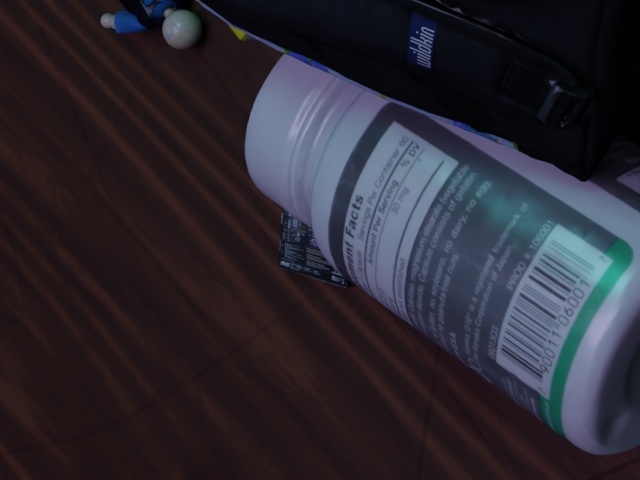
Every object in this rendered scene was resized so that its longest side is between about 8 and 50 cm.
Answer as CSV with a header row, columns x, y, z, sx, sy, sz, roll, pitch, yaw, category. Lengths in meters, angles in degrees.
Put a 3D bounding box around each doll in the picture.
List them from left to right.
x,y,z,sx,sy,sz,roll,pitch,yaw,category
-0.174,-0.251,1.563,0.189,0.046,0.129,50,117,17,doll

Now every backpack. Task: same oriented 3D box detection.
x,y,z,sx,sy,sz,roll,pitch,yaw,category
0.045,-0.234,1.103,0.355,0.273,0.290,10,135,15,backpack

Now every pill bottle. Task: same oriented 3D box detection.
x,y,z,sx,sy,sz,roll,pitch,yaw,category
0.124,-0.020,1.227,0.361,0.204,0.204,37,120,32,pill bottle

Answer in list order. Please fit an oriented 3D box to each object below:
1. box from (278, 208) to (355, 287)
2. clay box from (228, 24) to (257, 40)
x,y,z,sx,sy,sz,roll,pitch,yaw,category
0.000,0.000,1.468,0.083,0.018,0.067,15,107,40,box
0.018,-0.259,1.334,0.053,0.127,0.222,52,126,24,clay box
